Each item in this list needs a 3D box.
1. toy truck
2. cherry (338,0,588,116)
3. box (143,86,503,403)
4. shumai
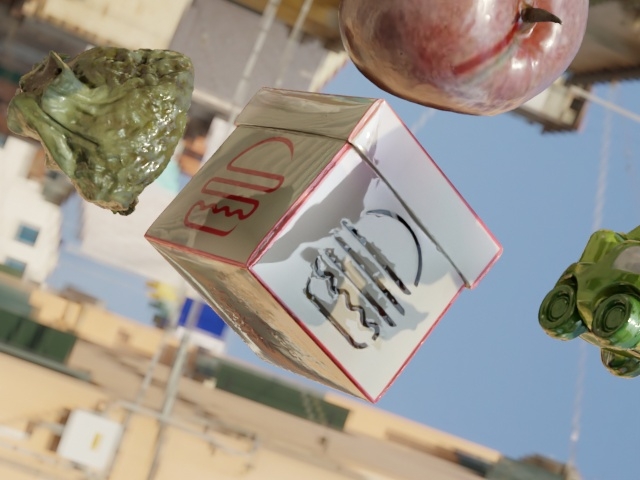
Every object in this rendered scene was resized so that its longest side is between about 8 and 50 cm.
[{"bbox_3d":[0.339,0.049,1.629,0.187,0.148,0.210,-17,-130,52],"label":"toy truck"},{"bbox_3d":[0.145,-0.229,1.513,0.285,0.236,0.212,14,-90,56],"label":"cherry"},{"bbox_3d":[0.000,0.000,2.142,0.300,0.314,0.312,-51,-149,-17],"label":"box"},{"bbox_3d":[-0.301,-0.178,2.060,0.189,0.218,0.255,-51,-155,48],"label":"shumai"}]
